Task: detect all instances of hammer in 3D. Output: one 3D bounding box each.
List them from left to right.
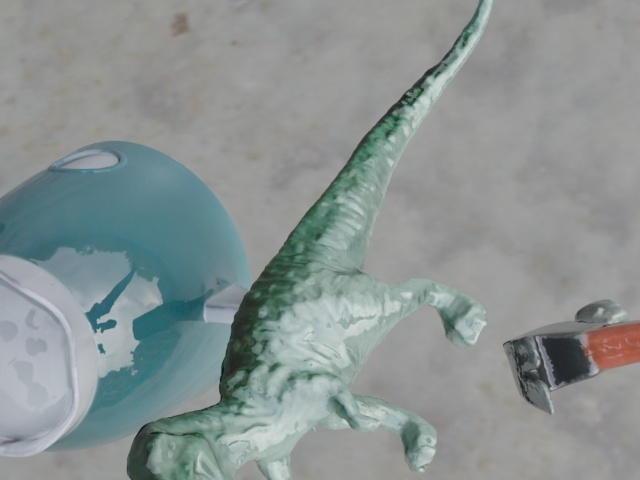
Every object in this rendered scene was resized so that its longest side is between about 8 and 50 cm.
[{"bbox_3d":[0.194,0.025,0.771,0.111,0.287,0.033,-16,91,-50],"label":"hammer"}]

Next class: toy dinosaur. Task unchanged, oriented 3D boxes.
[{"bbox_3d":[0.036,0.032,0.976,0.129,0.076,0.383,46,45,-11],"label":"toy dinosaur"}]

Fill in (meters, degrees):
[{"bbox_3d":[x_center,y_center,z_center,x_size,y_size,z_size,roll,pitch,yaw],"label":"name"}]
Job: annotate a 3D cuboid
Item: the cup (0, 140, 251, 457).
[{"bbox_3d":[-0.144,0.042,1.115,0.173,0.299,0.167,-33,122,-63],"label":"cup"}]
